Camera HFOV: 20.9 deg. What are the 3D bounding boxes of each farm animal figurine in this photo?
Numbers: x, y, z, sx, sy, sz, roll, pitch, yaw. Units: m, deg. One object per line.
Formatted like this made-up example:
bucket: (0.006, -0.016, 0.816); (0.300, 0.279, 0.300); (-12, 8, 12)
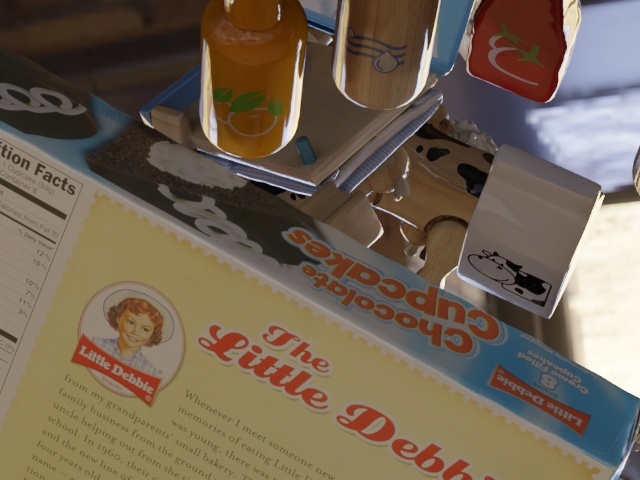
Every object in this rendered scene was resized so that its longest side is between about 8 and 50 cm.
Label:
farm animal figurine: (0.042, -0.070, 1.537); (0.327, 0.330, 0.172); (22, 121, -15)

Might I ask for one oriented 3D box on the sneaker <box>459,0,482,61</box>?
sneaker: (0.142, -0.183, 1.250); (0.108, 0.169, 0.292); (-26, -151, 4)

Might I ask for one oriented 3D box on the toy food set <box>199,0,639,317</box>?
toy food set: (0.075, -0.056, 0.642); (0.232, 0.111, 0.104); (25, 151, 11)

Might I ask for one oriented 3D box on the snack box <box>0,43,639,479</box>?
snack box: (-0.060, 0.065, 0.684); (0.322, 0.187, 0.060); (29, -150, 6)

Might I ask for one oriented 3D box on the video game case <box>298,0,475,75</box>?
video game case: (0.009, -0.170, 0.910); (0.166, 0.119, 0.015); (20, 169, -8)

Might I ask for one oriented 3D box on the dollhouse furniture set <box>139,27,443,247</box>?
dollhouse furniture set: (0.000, 0.000, 1.244); (0.286, 0.303, 0.198); (17, 142, 46)

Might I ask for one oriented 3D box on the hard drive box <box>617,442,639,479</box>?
hard drive box: (0.209, 0.281, 1.403); (0.089, 0.232, 0.181); (34, -167, 14)

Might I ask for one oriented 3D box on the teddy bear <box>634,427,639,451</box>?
teddy bear: (0.337, 0.096, 0.964); (0.338, 0.113, 0.245); (-7, 161, 24)
